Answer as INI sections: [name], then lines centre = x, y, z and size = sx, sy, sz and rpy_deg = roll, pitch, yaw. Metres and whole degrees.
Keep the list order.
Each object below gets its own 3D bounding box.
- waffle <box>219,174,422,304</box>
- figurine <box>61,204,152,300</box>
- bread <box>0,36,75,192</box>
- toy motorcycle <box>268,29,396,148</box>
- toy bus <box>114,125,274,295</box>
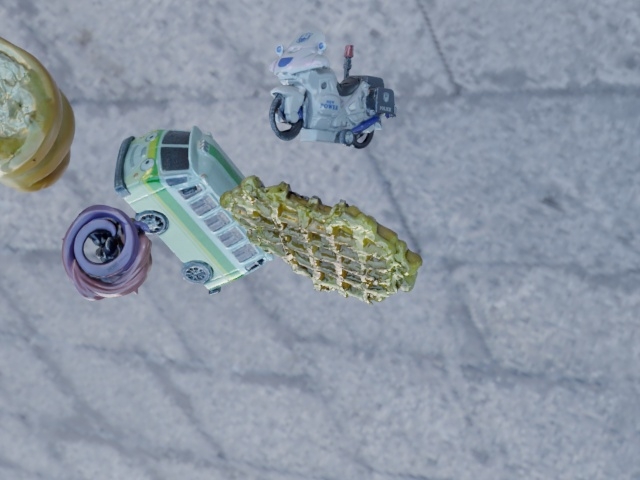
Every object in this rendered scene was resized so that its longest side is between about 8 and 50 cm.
[waffle]
centre = 0.001, -0.002, 1.589
size = 0.291, 0.051, 0.291
rpy_deg = 23, 156, 11
[figurine]
centre = -0.272, 0.030, 1.614
size = 0.114, 0.126, 0.157
rpy_deg = 43, 173, 30
[bread]
centre = -0.556, -0.234, 2.097
size = 0.315, 0.211, 0.270
rpy_deg = 42, 180, 17
[toy motorcycle]
centre = 0.011, -0.201, 1.613
size = 0.102, 0.150, 0.221
rpy_deg = 2, 180, 41
[toy bus]
centre = -0.190, -0.058, 1.911
size = 0.164, 0.134, 0.276
rpy_deg = -21, 132, 20
